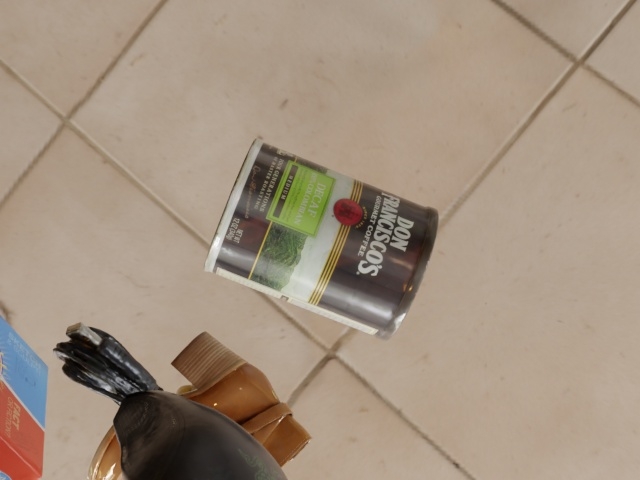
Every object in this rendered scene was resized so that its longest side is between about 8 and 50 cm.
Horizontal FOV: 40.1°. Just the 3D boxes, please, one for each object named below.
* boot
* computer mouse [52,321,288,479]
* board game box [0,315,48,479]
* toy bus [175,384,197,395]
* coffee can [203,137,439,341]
[{"bbox_3d":[-0.168,0.296,1.221,0.220,0.109,0.283,42,86,10],"label":"boot"},{"bbox_3d":[-0.085,0.143,0.601,0.072,0.272,0.188,-45,113,-8],"label":"computer mouse"},{"bbox_3d":[-0.464,0.138,1.093,0.064,0.242,0.316,-31,121,2],"label":"board game box"},{"bbox_3d":[-0.187,0.273,1.370,0.202,0.191,0.104,25,119,40],"label":"toy bus"},{"bbox_3d":[0.000,0.000,1.230,0.275,0.201,0.201,21,90,-4],"label":"coffee can"}]
